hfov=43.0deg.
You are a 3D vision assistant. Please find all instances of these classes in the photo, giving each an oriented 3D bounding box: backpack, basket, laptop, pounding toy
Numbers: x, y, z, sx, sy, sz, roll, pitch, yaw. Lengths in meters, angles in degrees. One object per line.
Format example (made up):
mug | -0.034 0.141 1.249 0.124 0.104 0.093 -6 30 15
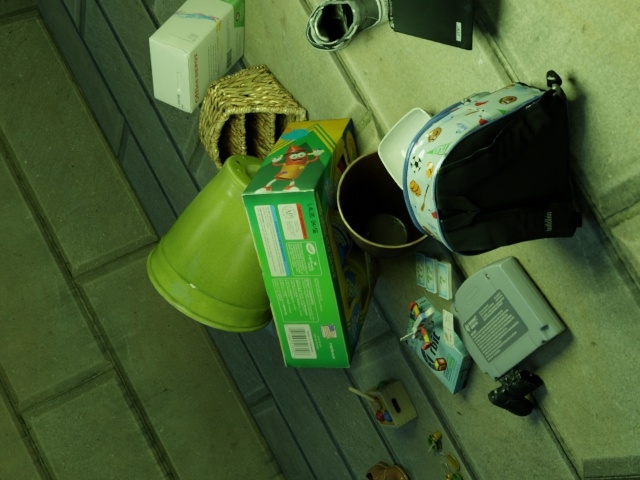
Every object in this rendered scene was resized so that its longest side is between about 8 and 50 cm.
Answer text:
backpack | 0.260 -0.111 1.304 0.213 0.264 0.276 25 136 56
basket | -0.180 -0.264 2.122 0.223 0.214 0.299 51 154 29
laptop | 0.175 -0.476 1.350 0.264 0.137 0.234 -85 -8 -50
pounding toy | 0.171 0.445 2.247 0.141 0.100 0.130 64 156 1

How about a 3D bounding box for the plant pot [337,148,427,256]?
plant pot | 0.143 -0.049 1.724 0.215 0.215 0.230 57 170 17

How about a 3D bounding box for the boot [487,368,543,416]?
boot | 0.413 0.309 1.659 0.099 0.121 0.045 -49 30 35

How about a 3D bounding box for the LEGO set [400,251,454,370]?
LEGO set | 0.233 0.158 1.782 0.182 0.060 0.244 -153 58 -71

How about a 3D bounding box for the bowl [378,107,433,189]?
bowl | 0.196 -0.172 1.589 0.142 0.053 0.142 -45 71 33

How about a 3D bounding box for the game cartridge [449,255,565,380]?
game cartridge | 0.358 0.155 1.632 0.196 0.060 0.294 54 154 15

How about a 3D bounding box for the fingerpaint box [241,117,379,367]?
fingerpaint box | 0.000 0.000 1.829 0.163 0.371 0.444 -2 120 17

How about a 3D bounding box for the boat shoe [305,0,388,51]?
boat shoe | 0.026 -0.441 1.656 0.301 0.102 0.108 7 120 62

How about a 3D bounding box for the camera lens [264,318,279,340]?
camera lens | -0.059 0.195 2.324 0.274 0.219 0.219 29 138 53

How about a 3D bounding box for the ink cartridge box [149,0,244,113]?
ink cartridge box | -0.308 -0.491 2.060 0.117 0.278 0.201 24 144 12

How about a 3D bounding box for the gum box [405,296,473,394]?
gum box | 0.277 0.246 1.904 0.184 0.041 0.157 49 152 33

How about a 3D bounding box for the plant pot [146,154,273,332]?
plant pot | -0.208 -0.016 2.087 0.366 0.367 0.353 48 119 33

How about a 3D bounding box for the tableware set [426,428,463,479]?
tableware set | 0.325 0.575 2.155 0.104 0.024 0.154 -4 110 65

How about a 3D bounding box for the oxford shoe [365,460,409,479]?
oxford shoe | 0.207 0.734 2.498 0.076 0.076 0.212 66 155 0
